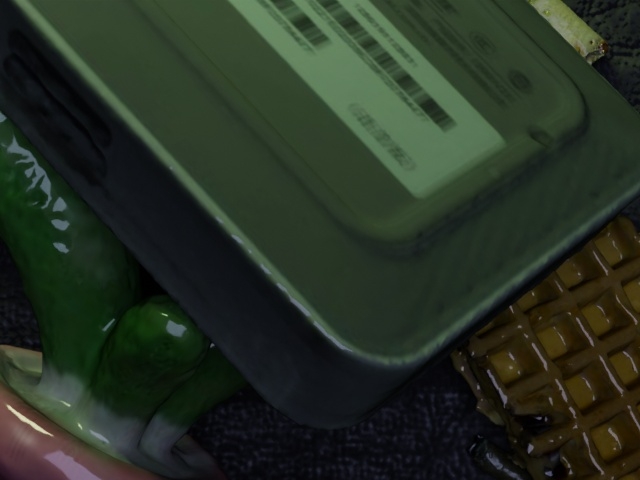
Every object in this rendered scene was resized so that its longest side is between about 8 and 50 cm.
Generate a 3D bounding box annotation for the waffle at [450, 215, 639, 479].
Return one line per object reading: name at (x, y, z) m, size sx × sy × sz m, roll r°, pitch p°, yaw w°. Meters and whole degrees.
waffle at (0.215, 0.113, 1.211) m, size 0.309 × 0.065 × 0.283 m, roll 18°, pitch 74°, yaw -6°

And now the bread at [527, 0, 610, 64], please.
bread at (0.151, -0.180, 1.280) m, size 0.154 × 0.028 × 0.068 m, roll 44°, pitch 85°, yaw 4°

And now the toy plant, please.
toy plant at (-0.169, 0.108, 1.108) m, size 0.317 × 0.210 × 0.356 m, roll 26°, pitch 101°, yaw -15°

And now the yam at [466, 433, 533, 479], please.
yam at (0.166, 0.195, 1.233) m, size 0.129 × 0.027 × 0.033 m, roll 34°, pitch 81°, yaw 2°

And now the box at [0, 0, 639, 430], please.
box at (0.005, -0.107, 1.112) m, size 0.396 × 0.111 × 0.396 m, roll 47°, pitch 46°, yaw 10°
